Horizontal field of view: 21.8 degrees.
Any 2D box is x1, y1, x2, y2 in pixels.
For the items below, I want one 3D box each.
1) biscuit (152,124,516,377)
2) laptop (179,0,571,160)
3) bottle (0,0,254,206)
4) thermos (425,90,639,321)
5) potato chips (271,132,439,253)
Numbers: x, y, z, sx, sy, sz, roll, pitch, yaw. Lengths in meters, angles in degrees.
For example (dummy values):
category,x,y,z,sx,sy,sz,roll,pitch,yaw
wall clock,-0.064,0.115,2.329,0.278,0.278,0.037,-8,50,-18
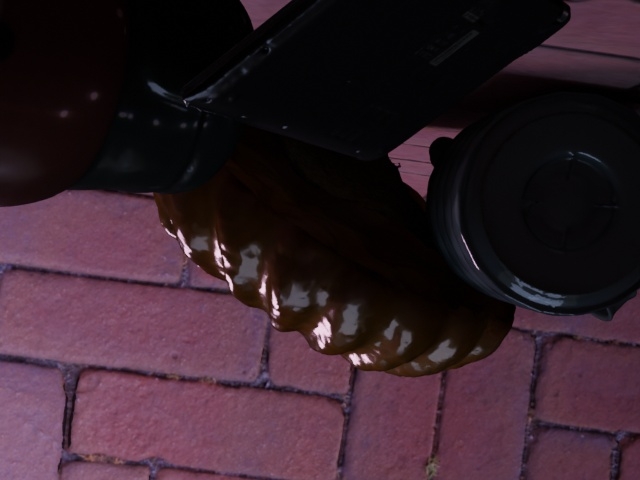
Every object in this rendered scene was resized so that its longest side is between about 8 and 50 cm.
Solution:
category,x,y,z,sx,sy,sz,roll,pitch,yaw
biscuit,0.000,0.000,1.300,0.326,0.107,0.326,32,-167,-9
laptop,0.031,-0.084,0.735,0.129,0.016,0.180,-37,159,20
bottle,-0.186,-0.089,0.690,0.336,0.144,0.144,6,179,-34
thermos,0.160,-0.015,1.179,0.182,0.145,0.286,45,178,-2
potato chips,0.023,-0.057,1.287,0.209,0.026,0.142,34,-157,9
